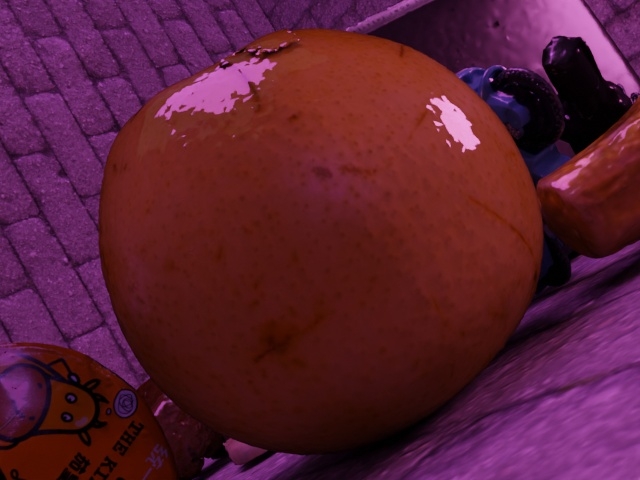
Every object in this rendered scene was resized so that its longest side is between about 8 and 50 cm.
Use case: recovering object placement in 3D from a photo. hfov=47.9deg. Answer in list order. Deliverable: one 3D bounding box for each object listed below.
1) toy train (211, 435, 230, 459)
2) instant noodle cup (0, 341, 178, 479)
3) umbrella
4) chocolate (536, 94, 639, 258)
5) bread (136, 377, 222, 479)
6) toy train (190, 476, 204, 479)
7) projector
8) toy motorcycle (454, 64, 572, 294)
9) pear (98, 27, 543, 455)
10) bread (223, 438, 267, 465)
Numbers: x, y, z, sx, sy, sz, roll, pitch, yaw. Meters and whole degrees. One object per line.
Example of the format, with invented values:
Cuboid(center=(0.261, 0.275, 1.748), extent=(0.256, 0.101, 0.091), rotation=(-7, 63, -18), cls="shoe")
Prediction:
Cuboid(center=(-0.142, 0.309, 1.168), extent=(0.087, 0.050, 0.138), rotation=(-28, -6, -3), cls="toy train")
Cuboid(center=(-0.237, 0.210, 0.543), extent=(0.216, 0.216, 0.172), rotation=(-25, -17, -45), cls="instant noodle cup")
Cuboid(center=(0.288, -0.103, 0.723), extent=(0.118, 0.118, 0.340), rotation=(-33, -32, 20), cls="umbrella")
Cuboid(center=(0.381, -0.136, 0.626), extent=(0.445, 0.162, 0.162), rotation=(-33, -6, -4), cls="chocolate")
Cuboid(center=(-0.231, 0.286, 1.059), extent=(0.230, 0.123, 0.230), rotation=(-39, 19, 16), cls="bread")
Cuboid(center=(-0.167, 0.310, 0.896), extent=(0.017, 0.017, 0.083), rotation=(-25, -9, -41), cls="toy train")
Cuboid(center=(0.233, -0.145, 1.035), extent=(0.395, 0.405, 0.242), rotation=(-31, -7, -15), cls="projector")
Cuboid(center=(0.175, -0.064, 0.731), extent=(0.123, 0.182, 0.272), rotation=(-35, -49, -20), cls="toy motorcycle")
Cuboid(center=(0.000, 0.000, 0.578), extent=(0.348, 0.348, 0.348), rotation=(-31, -6, -4), cls="pear")
Cuboid(center=(-0.034, 0.220, 0.930), extent=(0.182, 0.039, 0.251), rotation=(-31, -6, -5), cls="bread")
